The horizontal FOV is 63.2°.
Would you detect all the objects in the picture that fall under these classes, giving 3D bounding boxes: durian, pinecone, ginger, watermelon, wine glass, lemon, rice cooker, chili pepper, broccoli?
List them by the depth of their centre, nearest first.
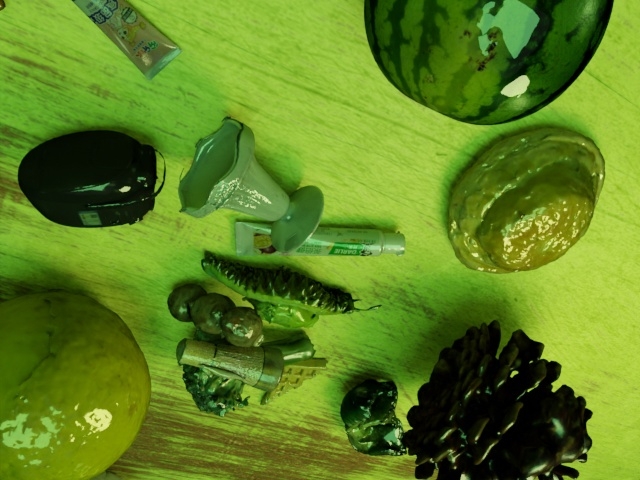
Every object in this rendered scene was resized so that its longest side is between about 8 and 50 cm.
[{"bbox_3d":[0.194,-0.278,0.620,0.285,0.285,0.285,-4,129,-5],"label":"watermelon"},{"bbox_3d":[-0.337,-0.091,0.785,0.203,0.142,0.118,-1,141,-7],"label":"rice cooker"},{"bbox_3d":[-0.105,-0.074,0.823,0.196,0.164,0.165,33,117,-33],"label":"wine glass"},{"bbox_3d":[-0.480,0.273,0.934,0.350,0.349,0.387,-22,131,10],"label":"lemon"},{"bbox_3d":[-0.200,0.138,0.983,0.204,0.080,0.104,17,164,29],"label":"ginger"},{"bbox_3d":[-0.057,0.112,1.014,0.375,0.106,0.132,19,129,-17],"label":"durian"},{"bbox_3d":[-0.166,0.228,1.098,0.275,0.177,0.198,-32,95,-18],"label":"broccoli"},{"bbox_3d":[0.367,0.390,1.100,0.398,0.397,0.397,-4,129,-5],"label":"pinecone"},{"bbox_3d":[0.128,0.436,1.311,0.148,0.116,0.264,-9,130,13],"label":"chili pepper"}]

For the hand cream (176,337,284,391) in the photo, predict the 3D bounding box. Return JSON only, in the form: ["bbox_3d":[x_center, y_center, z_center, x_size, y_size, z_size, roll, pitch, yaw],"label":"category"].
[{"bbox_3d":[-0.170,0.223,0.976,0.203,0.084,0.084,20,123,-23],"label":"hand cream"}]

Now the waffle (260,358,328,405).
[{"bbox_3d":[-0.065,0.348,1.253,0.125,0.032,0.191,7,130,-17],"label":"waffle"}]

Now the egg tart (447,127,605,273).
[{"bbox_3d":[0.382,-0.043,0.939,0.319,0.128,0.318,-6,129,-7],"label":"egg tart"}]

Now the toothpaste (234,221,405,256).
[{"bbox_3d":[0.000,0.000,0.969,0.315,0.056,0.058,1,84,-5],"label":"toothpaste"}]

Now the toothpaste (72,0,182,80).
[{"bbox_3d":[-0.279,-0.301,0.689,0.067,0.042,0.194,-36,131,16],"label":"toothpaste"}]

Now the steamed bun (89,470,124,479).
[{"bbox_3d":[-0.700,0.717,1.325,0.384,0.247,0.236,-19,109,7],"label":"steamed bun"}]

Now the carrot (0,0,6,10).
[{"bbox_3d":[-0.525,-0.317,0.638,0.248,0.043,0.043,5,128,-15],"label":"carrot"}]
